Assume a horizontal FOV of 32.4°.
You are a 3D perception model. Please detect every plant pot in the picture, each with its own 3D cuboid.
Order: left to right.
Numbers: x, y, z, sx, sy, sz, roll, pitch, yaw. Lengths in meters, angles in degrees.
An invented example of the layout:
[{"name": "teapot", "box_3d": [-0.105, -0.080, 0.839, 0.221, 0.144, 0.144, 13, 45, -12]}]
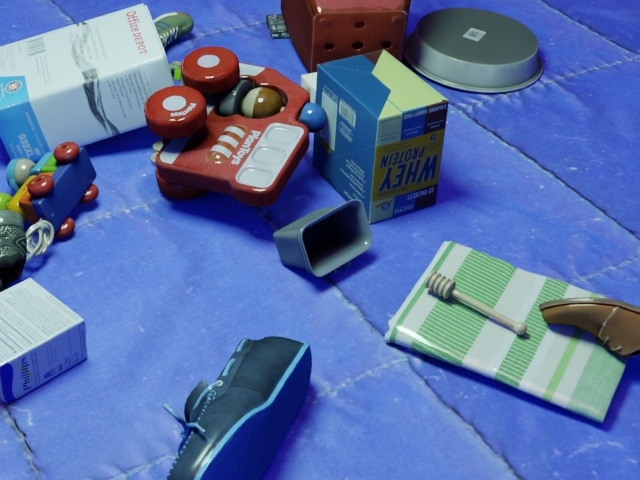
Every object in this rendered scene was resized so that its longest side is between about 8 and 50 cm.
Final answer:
[{"name": "plant pot", "box_3d": [0.064, -0.469, 2.191, 0.267, 0.267, 0.236, -3, 56, -5]}]

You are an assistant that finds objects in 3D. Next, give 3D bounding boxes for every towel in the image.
[{"name": "towel", "box_3d": [0.283, 0.124, 1.591, 0.325, 0.038, 0.248, 20, 41, 19]}]

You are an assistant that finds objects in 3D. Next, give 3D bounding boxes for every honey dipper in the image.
[{"name": "honey dipper", "box_3d": [0.222, 0.093, 1.575, 0.160, 0.030, 0.030, 30, 44, 24]}]

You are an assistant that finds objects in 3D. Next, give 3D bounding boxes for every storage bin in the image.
[{"name": "storage bin", "box_3d": [0.000, 0.000, 1.699, 0.135, 0.098, 0.091, -29, 20, -35]}]

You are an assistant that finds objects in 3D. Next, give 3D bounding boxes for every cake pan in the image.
[{"name": "cake pan", "box_3d": [0.317, -0.400, 2.269, 0.293, 0.054, 0.293, 4, 38, -3]}]

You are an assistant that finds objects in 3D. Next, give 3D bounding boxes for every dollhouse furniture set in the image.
[{"name": "dollhouse furniture set", "box_3d": [-0.287, -0.309, 2.139, 0.076, 0.058, 0.151, 9, 17, 20]}]

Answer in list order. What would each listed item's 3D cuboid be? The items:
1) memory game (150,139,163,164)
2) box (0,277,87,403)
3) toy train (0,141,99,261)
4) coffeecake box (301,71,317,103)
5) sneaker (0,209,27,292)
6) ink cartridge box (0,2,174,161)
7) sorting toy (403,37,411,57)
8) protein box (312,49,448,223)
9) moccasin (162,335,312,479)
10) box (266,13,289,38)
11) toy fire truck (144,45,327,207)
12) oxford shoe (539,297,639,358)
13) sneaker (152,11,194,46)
[{"name": "memory game", "box_3d": [-0.207, -0.151, 1.941, 0.186, 0.012, 0.186, 2, 37, -1]}, {"name": "box", "box_3d": [-0.408, 0.133, 1.492, 0.126, 0.072, 0.137, 31, 44, 32]}, {"name": "toy train", "box_3d": [-0.465, -0.050, 1.728, 0.143, 0.105, 0.248, 0, 41, 23]}, {"name": "coffeecake box", "box_3d": [0.066, -0.251, 2.048, 0.142, 0.068, 0.185, -15, 40, -23]}, {"name": "sneaker", "box_3d": [-0.531, 0.042, 1.578, 0.227, 0.087, 0.130, -13, 58, -11]}, {"name": "ink cartridge box", "box_3d": [-0.421, -0.279, 1.946, 0.307, 0.129, 0.223, -19, 39, -6]}, {"name": "sorting toy", "box_3d": [0.171, -0.406, 2.312, 0.062, 0.012, 0.083, 6, 37, 4]}, {"name": "protein box", "box_3d": [0.094, -0.176, 1.837, 0.136, 0.201, 0.200, -17, 41, -24]}, {"name": "moccasin", "box_3d": [-0.116, 0.230, 1.362, 0.117, 0.138, 0.342, 11, 23, 17]}, {"name": "box", "box_3d": [-0.078, -0.458, 2.358, 0.067, 0.018, 0.083, -5, 37, -11]}, {"name": "toy fire truck", "box_3d": [-0.131, -0.182, 1.819, 0.254, 0.169, 0.302, 15, 46, 17]}, {"name": "oxford shoe", "box_3d": [0.405, 0.122, 1.527, 0.212, 0.076, 0.076, 8, 78, 20]}, {"name": "sneaker", "box_3d": [-0.333, -0.405, 2.236, 0.192, 0.064, 0.086, -18, 49, -26]}]
